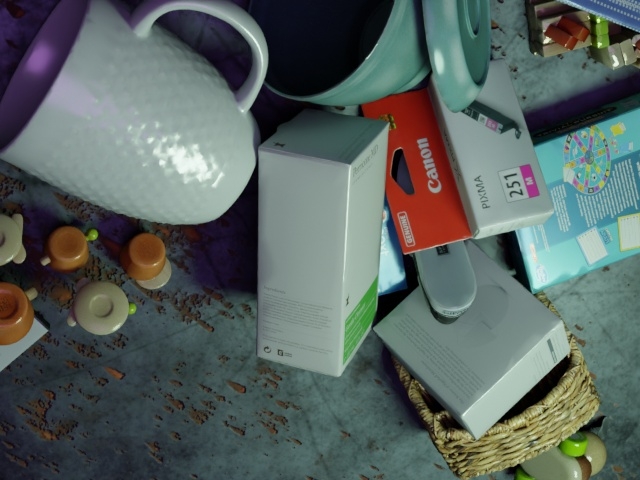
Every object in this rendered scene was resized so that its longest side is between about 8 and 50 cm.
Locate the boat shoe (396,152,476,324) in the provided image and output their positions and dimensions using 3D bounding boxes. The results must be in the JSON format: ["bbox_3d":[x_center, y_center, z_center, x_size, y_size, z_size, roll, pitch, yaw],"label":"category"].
[{"bbox_3d":[0.189,-0.014,1.854,0.113,0.105,0.306,-11,69,-8],"label":"boat shoe"}]

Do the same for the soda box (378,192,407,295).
[{"bbox_3d":[0.090,-0.016,1.898,0.071,0.067,0.210,-13,113,-7],"label":"soda box"}]

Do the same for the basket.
[{"bbox_3d":[0.305,0.244,1.967,0.299,0.213,0.223,-26,114,-1],"label":"basket"}]

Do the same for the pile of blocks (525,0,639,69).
[{"bbox_3d":[0.509,-0.340,1.840,0.362,0.113,0.149,8,109,-16],"label":"pile of blocks"}]

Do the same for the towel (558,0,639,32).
[{"bbox_3d":[0.467,-0.508,1.759,0.243,0.040,0.336,15,89,-20],"label":"towel"}]

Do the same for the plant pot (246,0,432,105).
[{"bbox_3d":[0.060,-0.324,1.679,0.196,0.293,0.293,16,109,-46],"label":"plant pot"}]

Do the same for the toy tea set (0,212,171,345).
[{"bbox_3d":[-0.405,0.068,1.804,0.336,0.124,0.200,4,74,-15],"label":"toy tea set"}]

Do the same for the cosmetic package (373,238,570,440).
[{"bbox_3d":[0.252,0.165,1.885,0.224,0.224,0.138,-41,148,-6],"label":"cosmetic package"}]

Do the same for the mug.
[{"bbox_3d":[-0.234,-0.202,1.624,0.328,0.276,0.374,29,121,-27],"label":"mug"}]

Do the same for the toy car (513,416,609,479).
[{"bbox_3d":[0.475,0.395,2.135,0.188,0.149,0.155,-13,121,-39],"label":"toy car"}]

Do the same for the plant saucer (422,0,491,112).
[{"bbox_3d":[0.206,-0.347,1.669,0.043,0.317,0.318,-2,114,20],"label":"plant saucer"}]

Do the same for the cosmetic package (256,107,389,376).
[{"bbox_3d":[0.000,0.000,1.774,0.155,0.197,0.366,13,120,17],"label":"cosmetic package"}]

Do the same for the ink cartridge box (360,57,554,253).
[{"bbox_3d":[0.213,-0.136,1.801,0.238,0.060,0.275,-13,75,-8],"label":"ink cartridge box"}]

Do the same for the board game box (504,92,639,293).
[{"bbox_3d":[0.472,-0.088,1.940,0.336,0.079,0.254,-20,109,-5],"label":"board game box"}]

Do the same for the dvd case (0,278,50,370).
[{"bbox_3d":[-0.593,0.161,1.839,0.253,0.022,0.180,-40,114,5],"label":"dvd case"}]
